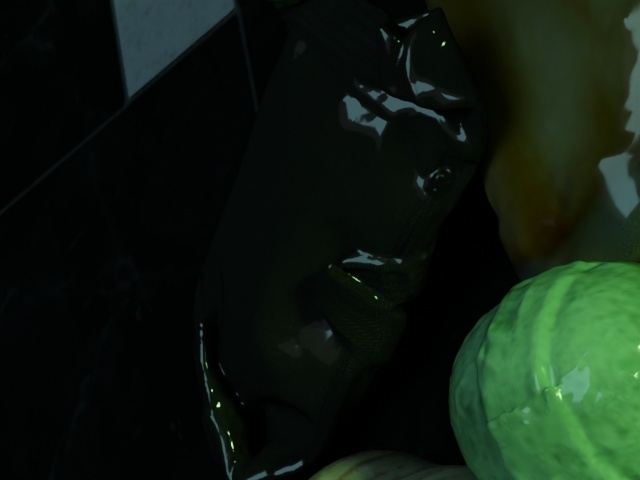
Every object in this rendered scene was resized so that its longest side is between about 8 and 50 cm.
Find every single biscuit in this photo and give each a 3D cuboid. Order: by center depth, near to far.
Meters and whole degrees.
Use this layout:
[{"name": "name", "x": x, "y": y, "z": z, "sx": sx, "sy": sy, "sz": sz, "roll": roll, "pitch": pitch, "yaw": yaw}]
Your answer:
[{"name": "biscuit", "x": 0.141, "y": -0.140, "z": 0.809, "sx": 0.237, "sy": 0.062, "sz": 0.290, "roll": -43, "pitch": 52, "yaw": 36}]

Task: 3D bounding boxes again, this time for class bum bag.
[{"name": "bum bag", "x": 0.000, "y": 0.000, "z": 0.916, "sx": 0.142, "sy": 0.080, "sz": 0.326, "roll": 54, "pitch": 135, "yaw": 35}]

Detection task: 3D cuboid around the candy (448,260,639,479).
[{"name": "candy", "x": 0.229, "y": 0.011, "z": 0.654, "sx": 0.440, "sy": 0.119, "sz": 0.119, "roll": -27, "pitch": 62, "yaw": 36}]

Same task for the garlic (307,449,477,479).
[{"name": "garlic", "x": -0.007, "y": 0.190, "z": 0.788, "sx": 0.199, "sy": 0.226, "sz": 0.199, "roll": -13, "pitch": 72, "yaw": 42}]

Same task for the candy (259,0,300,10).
[{"name": "candy", "x": 0.008, "y": -0.224, "z": 0.889, "sx": 0.323, "sy": 0.097, "sz": 0.097, "roll": 124, "pitch": 141, "yaw": -61}]
